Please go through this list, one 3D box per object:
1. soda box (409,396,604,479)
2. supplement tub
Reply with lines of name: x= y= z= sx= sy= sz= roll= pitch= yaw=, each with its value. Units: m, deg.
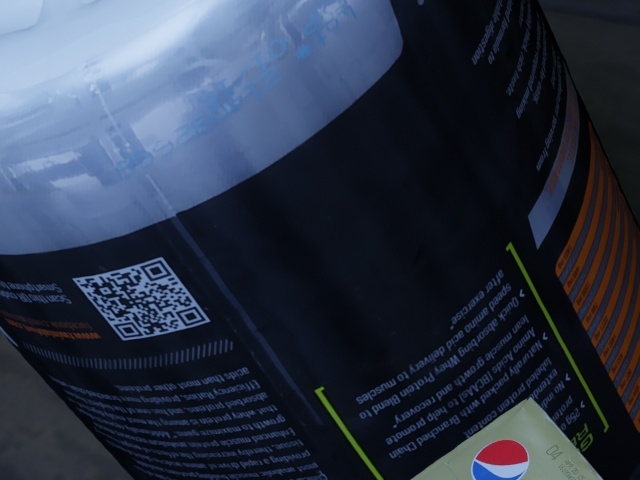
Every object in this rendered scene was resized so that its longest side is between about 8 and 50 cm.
soda box: x=0.085 y=0.133 z=0.509 sx=0.058 sy=0.181 sz=0.061 roll=-35 pitch=41 yaw=-4
supplement tub: x=0.000 y=0.000 z=0.571 sx=0.207 sy=0.338 sz=0.207 roll=-17 pitch=43 yaw=17
